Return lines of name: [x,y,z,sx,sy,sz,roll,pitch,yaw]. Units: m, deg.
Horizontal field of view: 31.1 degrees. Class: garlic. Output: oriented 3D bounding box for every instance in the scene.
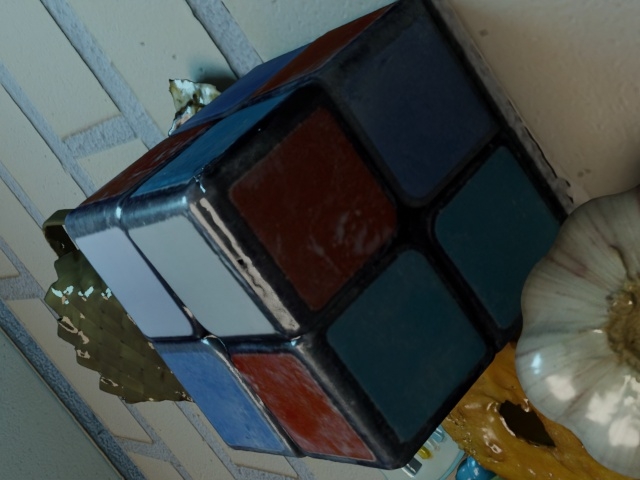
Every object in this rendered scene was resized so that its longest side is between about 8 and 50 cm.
garlic: [0.285,0.068,0.955,0.245,0.245,0.253,40,-172,12]

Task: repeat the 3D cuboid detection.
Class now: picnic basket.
picnic basket: [-0.231,0.067,1.569,0.321,0.291,0.254,0,129,44]

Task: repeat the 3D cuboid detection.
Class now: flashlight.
flashlight: [0.206,0.304,1.533,0.051,0.051,0.129,43,157,7]

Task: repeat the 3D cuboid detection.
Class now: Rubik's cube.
Rubik's cube: [0.000,0.000,1.113,0.316,0.318,0.313,54,151,-16]

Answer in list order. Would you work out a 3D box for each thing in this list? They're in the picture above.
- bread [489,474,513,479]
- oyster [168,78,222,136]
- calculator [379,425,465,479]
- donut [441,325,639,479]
bread: [0.250,0.408,1.433,0.183,0.236,0.388,54,168,25]
oyster: [-0.053,-0.030,1.390,0.204,0.111,0.396,-2,122,53]
calculator: [0.094,0.211,1.561,0.256,0.054,0.386,40,152,14]
donut: [0.235,0.164,1.203,0.277,0.108,0.277,31,152,18]
